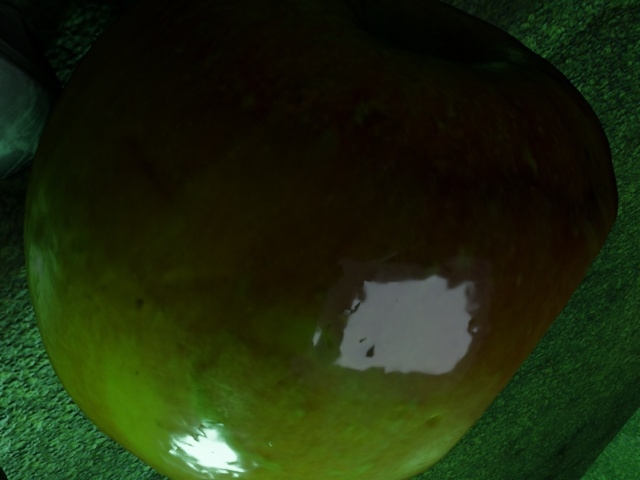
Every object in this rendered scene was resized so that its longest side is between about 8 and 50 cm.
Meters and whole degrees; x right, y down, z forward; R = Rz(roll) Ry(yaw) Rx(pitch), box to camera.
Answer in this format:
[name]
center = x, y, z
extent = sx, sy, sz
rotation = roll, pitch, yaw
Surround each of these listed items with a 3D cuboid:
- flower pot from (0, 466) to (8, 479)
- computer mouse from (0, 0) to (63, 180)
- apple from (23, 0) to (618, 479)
[flower pot]
center = -0.338, 0.243, 0.720
extent = 0.235, 0.235, 0.140
rotation = -51, -171, 17
[computer mouse]
center = -0.238, -0.093, 0.515
extent = 0.126, 0.071, 0.231
rotation = -45, 147, 9
[apple]
center = 0.000, 0.000, 0.604
extent = 0.384, 0.374, 0.374
rotation = 0, 131, -41
